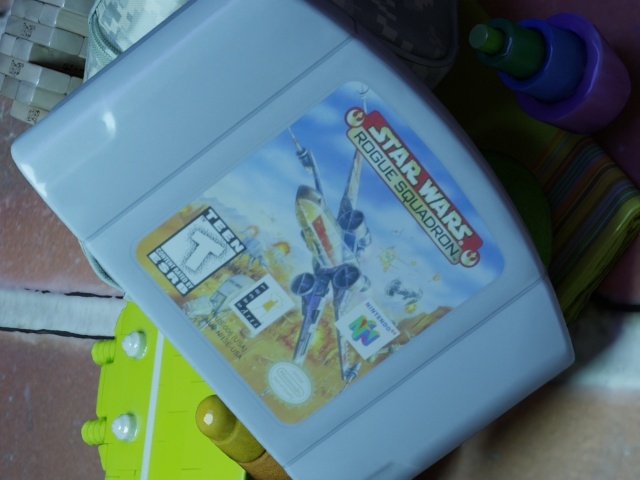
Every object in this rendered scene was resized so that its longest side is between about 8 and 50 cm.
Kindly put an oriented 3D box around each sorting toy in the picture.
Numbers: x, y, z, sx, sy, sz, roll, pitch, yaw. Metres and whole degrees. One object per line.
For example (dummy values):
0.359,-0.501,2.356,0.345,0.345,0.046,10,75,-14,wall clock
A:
0.038,0.015,1.086,0.365,0.126,0.127,-57,46,18,sorting toy

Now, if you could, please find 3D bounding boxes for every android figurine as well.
-0.085,0.104,1.320,0.273,0.056,0.248,-6,73,49,android figurine

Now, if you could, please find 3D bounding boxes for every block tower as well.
-0.178,-0.252,1.534,0.097,0.091,0.335,22,96,52,block tower

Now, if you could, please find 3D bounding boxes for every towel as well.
0.117,-0.052,1.142,0.102,0.021,0.237,-53,41,21,towel

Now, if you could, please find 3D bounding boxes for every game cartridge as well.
0.000,0.000,1.013,0.198,0.297,0.062,-36,19,13,game cartridge

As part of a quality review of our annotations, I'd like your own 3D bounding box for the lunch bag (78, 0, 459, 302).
-0.054,-0.127,1.186,0.256,0.212,0.305,-54,19,32,lunch bag
